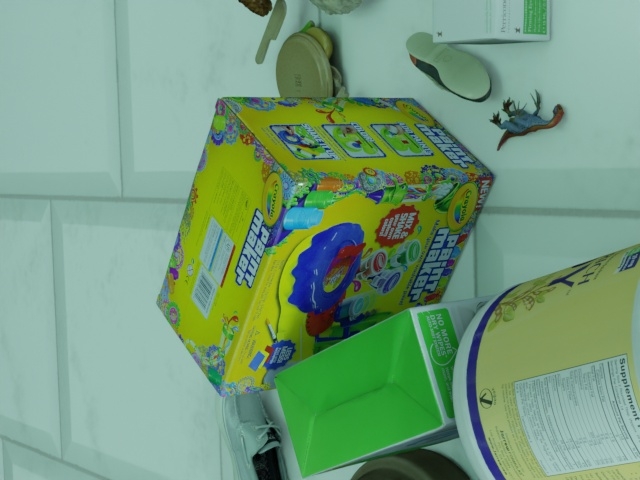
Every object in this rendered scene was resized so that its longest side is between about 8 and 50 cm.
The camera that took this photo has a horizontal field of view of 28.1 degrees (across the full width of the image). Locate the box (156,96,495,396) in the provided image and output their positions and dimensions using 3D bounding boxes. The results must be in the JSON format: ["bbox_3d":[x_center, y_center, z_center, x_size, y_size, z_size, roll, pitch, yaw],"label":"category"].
[{"bbox_3d":[0.000,0.000,1.474,0.177,0.279,0.290,49,131,39],"label":"box"}]

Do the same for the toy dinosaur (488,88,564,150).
[{"bbox_3d":[0.227,-0.129,1.373,0.082,0.047,0.090,29,150,39],"label":"toy dinosaur"}]

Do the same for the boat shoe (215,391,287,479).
[{"bbox_3d":[-0.085,0.288,1.802,0.081,0.079,0.228,-12,89,44],"label":"boat shoe"}]

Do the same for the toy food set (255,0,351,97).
[{"bbox_3d":[-0.012,-0.216,1.679,0.192,0.038,0.132,58,143,24],"label":"toy food set"}]

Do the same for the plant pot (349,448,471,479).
[{"bbox_3d":[0.048,0.393,1.497,0.263,0.229,0.263,11,104,53],"label":"plant pot"}]

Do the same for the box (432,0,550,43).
[{"bbox_3d":[0.181,-0.261,1.360,0.102,0.087,0.101,8,100,53],"label":"box"}]

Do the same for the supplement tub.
[{"bbox_3d":[0.301,0.120,1.112,0.331,0.241,0.241,-25,74,52],"label":"supplement tub"}]

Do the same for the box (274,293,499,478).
[{"bbox_3d":[0.121,0.148,1.366,0.262,0.231,0.127,-32,69,50],"label":"box"}]

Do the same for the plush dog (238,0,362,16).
[{"bbox_3d":[-0.074,-0.400,1.581,0.225,0.210,0.263,-5,90,49],"label":"plush dog"}]

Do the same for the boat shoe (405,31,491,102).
[{"bbox_3d":[0.148,-0.191,1.453,0.137,0.049,0.043,42,168,40],"label":"boat shoe"}]
